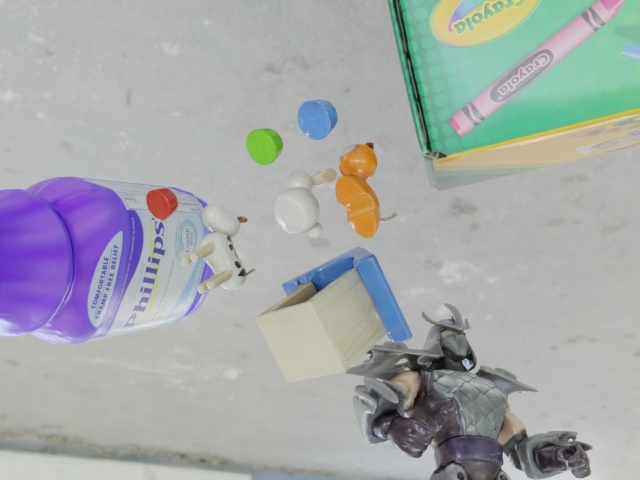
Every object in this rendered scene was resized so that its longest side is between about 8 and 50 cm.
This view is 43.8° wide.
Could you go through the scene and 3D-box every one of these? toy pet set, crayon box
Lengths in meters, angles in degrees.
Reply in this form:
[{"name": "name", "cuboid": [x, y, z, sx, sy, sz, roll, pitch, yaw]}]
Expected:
[{"name": "toy pet set", "cuboid": [0.000, 0.000, 0.361, 0.122, 0.065, 0.114, -19, 101, 43]}, {"name": "crayon box", "cuboid": [0.177, -0.097, 0.363, 0.278, 0.081, 0.165, -13, 177, 9]}]

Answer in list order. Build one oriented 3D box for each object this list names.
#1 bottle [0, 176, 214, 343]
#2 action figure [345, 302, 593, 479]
[{"name": "bottle", "cuboid": [-0.172, 0.013, 0.568, 0.092, 0.118, 0.283, 18, -174, 19]}, {"name": "action figure", "cuboid": [0.104, 0.166, 0.530, 0.185, 0.285, 0.099, 11, 143, -18]}]
